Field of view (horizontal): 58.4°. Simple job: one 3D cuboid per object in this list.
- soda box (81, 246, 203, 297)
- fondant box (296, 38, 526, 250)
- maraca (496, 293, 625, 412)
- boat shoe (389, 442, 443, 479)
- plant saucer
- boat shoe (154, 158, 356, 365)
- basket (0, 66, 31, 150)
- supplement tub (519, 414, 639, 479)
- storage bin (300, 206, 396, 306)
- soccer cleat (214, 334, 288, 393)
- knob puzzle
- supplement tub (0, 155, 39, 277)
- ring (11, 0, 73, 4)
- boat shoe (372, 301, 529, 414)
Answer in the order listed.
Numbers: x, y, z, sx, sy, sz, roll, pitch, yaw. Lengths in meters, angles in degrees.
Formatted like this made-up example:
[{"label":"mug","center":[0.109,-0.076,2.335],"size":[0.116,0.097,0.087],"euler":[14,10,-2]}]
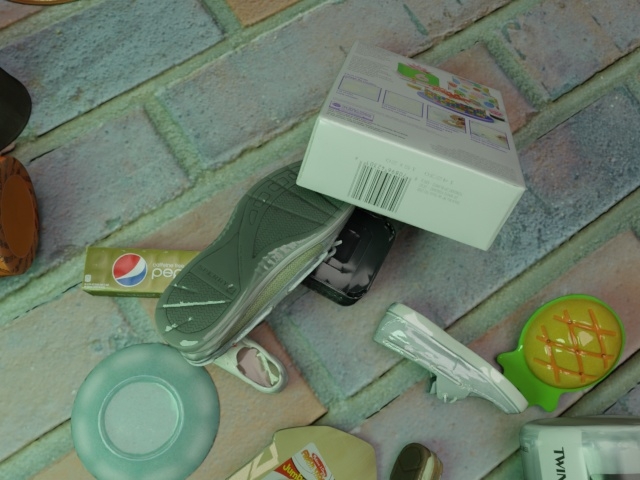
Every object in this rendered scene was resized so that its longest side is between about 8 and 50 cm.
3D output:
[{"label":"soda box","center":[-0.224,0.046,0.787],"size":[0.182,0.058,0.061],"euler":[3,75,-6]},{"label":"fondant box","center":[0.123,-0.146,0.762],"size":[0.239,0.096,0.330],"euler":[19,36,-1]},{"label":"maraca","center":[0.336,0.158,0.805],"size":[0.185,0.099,0.127],"euler":[-46,78,11]},{"label":"boat shoe","center":[0.111,0.365,0.741],"size":[0.072,0.068,0.190],"euler":[41,72,-28]},{"label":"plant saucer","center":[-0.231,0.231,0.751],"size":[0.195,0.037,0.194],"euler":[2,76,-7]},{"label":"boat shoe","center":[-0.064,0.019,0.714],"size":[0.118,0.103,0.320],"euler":[32,68,22]},{"label":"basket","center":[-0.516,-0.208,0.732],"size":[0.205,0.227,0.154],"euler":[-24,80,-12]},{"label":"supplement tub","center":[0.365,0.390,0.688],"size":[0.207,0.207,0.337],"euler":[-1,75,-7]},{"label":"storage bin","center":[0.000,0.000,0.811],"size":[0.180,0.084,0.122],"euler":[29,75,1]},{"label":"soccer cleat","center":[-0.127,0.139,0.764],"size":[0.196,0.076,0.068],"euler":[31,75,2]},{"label":"knob puzzle","center":[-0.009,0.330,0.751],"size":[0.213,0.030,0.213],"euler":[4,79,-19]},{"label":"supplement tub","center":[-0.536,-0.023,0.700],"size":[0.316,0.193,0.193],"euler":[-4,76,-7]},{"label":"ring","center":[-0.447,-0.534,0.925],"size":[0.337,0.032,0.336],"euler":[2,75,-6]},{"label":"boat shoe","center":[0.174,0.179,0.794],"size":[0.228,0.079,0.081],"euler":[36,84,8]}]
